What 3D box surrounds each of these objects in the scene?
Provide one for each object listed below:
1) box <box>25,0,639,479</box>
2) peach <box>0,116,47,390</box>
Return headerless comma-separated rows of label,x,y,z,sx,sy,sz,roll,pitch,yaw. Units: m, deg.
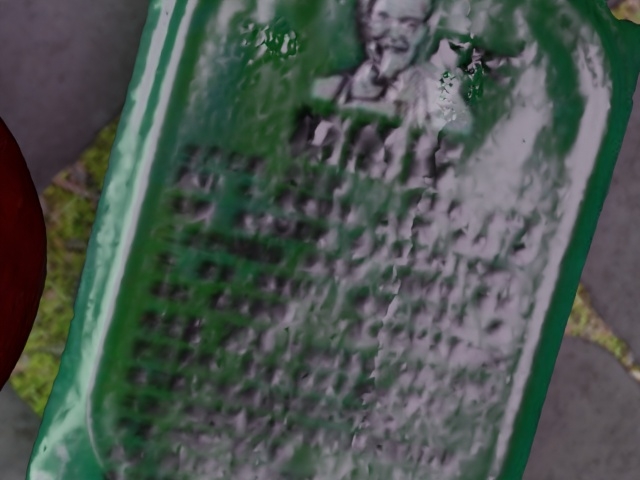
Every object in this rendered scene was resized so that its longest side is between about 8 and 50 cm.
box,0.000,0.000,0.896,0.264,0.106,0.336,13,97,-19
peach,-0.271,0.016,0.696,0.362,0.201,0.257,-31,91,-36
